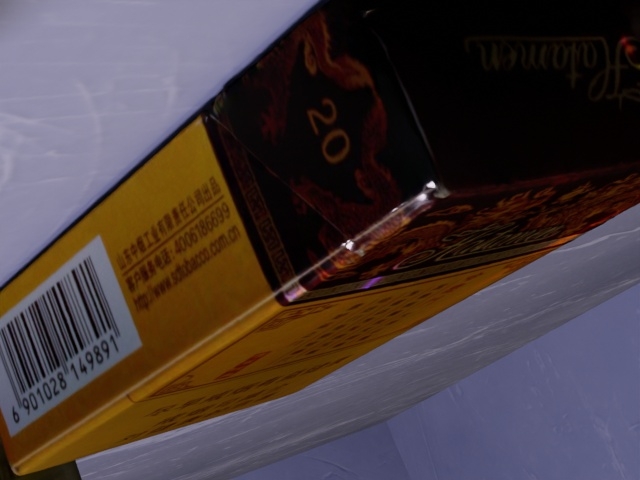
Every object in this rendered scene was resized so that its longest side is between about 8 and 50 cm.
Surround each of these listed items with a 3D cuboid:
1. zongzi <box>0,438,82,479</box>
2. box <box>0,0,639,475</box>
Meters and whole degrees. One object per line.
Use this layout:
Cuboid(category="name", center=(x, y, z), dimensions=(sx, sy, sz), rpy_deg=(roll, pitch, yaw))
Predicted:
Cuboid(category="zongzi", center=(-0.320, 0.300, 1.080), dimensions=(0.300, 0.274, 0.145), rpy_deg=(-25, 169, 14))
Cuboid(category="box", center=(0.001, 0.000, 0.763), dimensions=(0.264, 0.116, 0.415), rpy_deg=(-9, 161, -44))
